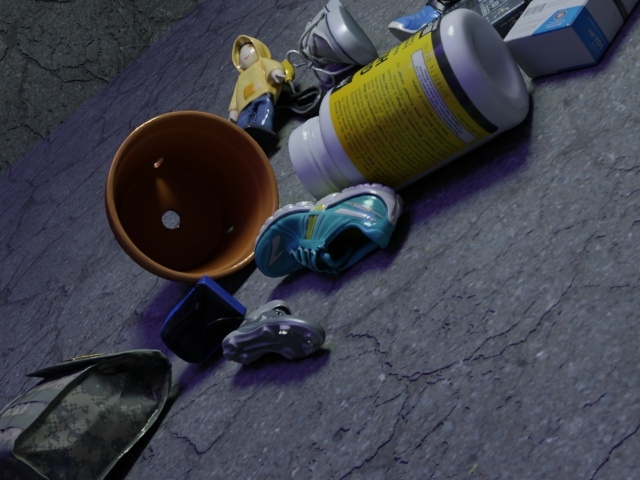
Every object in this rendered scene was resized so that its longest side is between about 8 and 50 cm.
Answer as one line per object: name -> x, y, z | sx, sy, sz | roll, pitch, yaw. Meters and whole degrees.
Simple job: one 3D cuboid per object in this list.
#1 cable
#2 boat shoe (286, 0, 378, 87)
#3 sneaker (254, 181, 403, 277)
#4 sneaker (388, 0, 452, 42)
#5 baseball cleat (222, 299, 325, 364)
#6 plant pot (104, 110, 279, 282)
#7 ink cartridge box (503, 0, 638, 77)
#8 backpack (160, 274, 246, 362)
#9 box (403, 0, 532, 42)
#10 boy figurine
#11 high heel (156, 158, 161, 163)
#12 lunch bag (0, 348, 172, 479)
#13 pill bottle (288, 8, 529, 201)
cable -> -0.076, -0.294, 2.353 | 0.139, 0.072, 0.287 | -47, 23, 2
boat shoe -> 0.008, -0.393, 2.308 | 0.156, 0.136, 0.367 | -39, 20, 10
sneaker -> 0.000, 0.000, 1.693 | 0.275, 0.107, 0.110 | -24, 39, 38
sneaker -> 0.194, -0.410, 2.129 | 0.084, 0.058, 0.152 | -54, 29, -10
baseball cleat -> -0.057, 0.118, 1.613 | 0.206, 0.072, 0.109 | -12, 31, 44
plant pot -> -0.241, -0.056, 1.981 | 0.291, 0.291, 0.203 | -53, 9, -22
ink cartridge box -> 0.378, -0.340, 1.684 | 0.190, 0.082, 0.139 | -52, 25, -24
backpack -> -0.182, 0.128, 1.771 | 0.120, 0.098, 0.101 | -49, 1, 7
box -> 0.251, -0.349, 1.934 | 0.233, 0.059, 0.183 | -34, 24, 19
boy figurine -> -0.130, -0.307, 2.328 | 0.177, 0.092, 0.285 | -33, 46, 41
high heel -> -0.358, -0.177, 2.628 | 0.261, 0.093, 0.186 | -13, 54, 36
lunch bag -> -0.381, 0.272, 1.755 | 0.235, 0.169, 0.287 | -18, 25, 51
pill bottle -> 0.121, -0.182, 1.689 | 0.334, 0.188, 0.188 | -29, 27, 30
